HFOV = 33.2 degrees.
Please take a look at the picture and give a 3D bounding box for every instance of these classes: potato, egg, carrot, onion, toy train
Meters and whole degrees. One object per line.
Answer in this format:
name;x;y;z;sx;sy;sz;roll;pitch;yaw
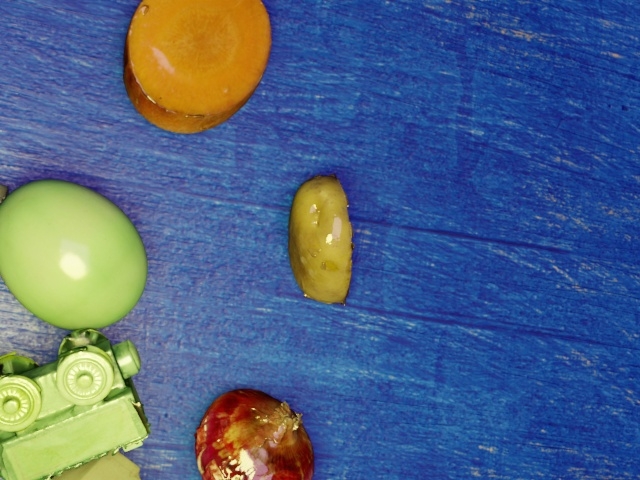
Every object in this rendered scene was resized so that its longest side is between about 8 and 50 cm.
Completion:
potato;0.000;0.000;1.939;0.098;0.138;0.243;-6;86;-16
egg;-0.407;0.023;1.742;0.269;0.220;0.220;42;74;-8
carrot;-0.213;-0.340;1.904;0.258;0.100;0.307;45;71;-15
onion;-0.098;0.349;1.836;0.230;0.163;0.230;23;47;-28
toy train;-0.397;0.254;1.654;0.271;0.159;0.188;-22;103;-8

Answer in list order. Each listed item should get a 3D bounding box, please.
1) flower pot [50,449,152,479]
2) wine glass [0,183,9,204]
flower pot;-0.390;0.474;1.715;0.290;0.290;0.259;47;58;-11
wine glass;-0.595;-0.078;1.761;0.155;0.072;0.072;18;80;-18
